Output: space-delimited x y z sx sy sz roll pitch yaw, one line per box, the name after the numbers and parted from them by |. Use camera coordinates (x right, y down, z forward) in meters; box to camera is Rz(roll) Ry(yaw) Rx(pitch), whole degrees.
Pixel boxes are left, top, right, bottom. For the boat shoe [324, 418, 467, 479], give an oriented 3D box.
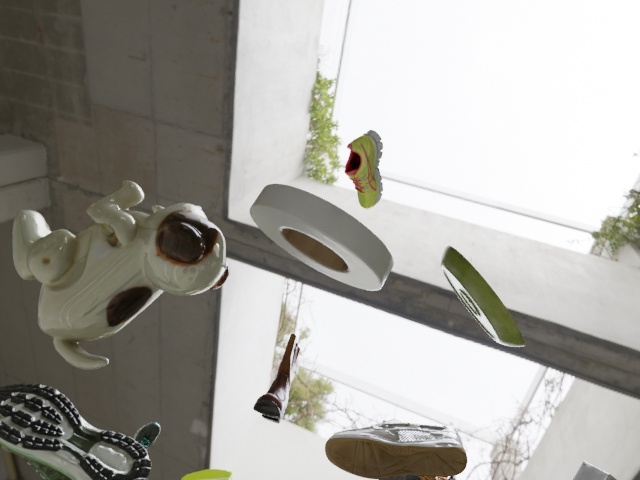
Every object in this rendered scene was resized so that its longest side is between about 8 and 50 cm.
0.149 0.417 0.860 0.277 0.096 0.098 1 -70 7 | boat shoe

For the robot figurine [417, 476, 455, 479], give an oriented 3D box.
0.292 0.803 1.321 0.211 0.085 0.291 31 -71 14 | robot figurine

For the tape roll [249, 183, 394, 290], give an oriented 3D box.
0.000 0.000 1.069 0.392 0.392 0.072 28 -105 9 | tape roll

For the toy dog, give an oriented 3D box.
-0.417 0.048 0.941 0.407 0.395 0.285 -18 -38 2 | toy dog

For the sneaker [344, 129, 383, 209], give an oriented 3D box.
0.098 -0.167 1.047 0.081 0.094 0.209 36 -38 46 | sneaker

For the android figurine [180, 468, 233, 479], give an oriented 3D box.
-0.365 0.779 1.290 0.248 0.273 0.056 -4 -97 -2 | android figurine

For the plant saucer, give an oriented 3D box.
0.313 0.117 0.846 0.037 0.241 0.241 -34 -83 5 | plant saucer

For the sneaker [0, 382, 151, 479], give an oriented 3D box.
-0.604 0.491 0.951 0.410 0.158 0.182 34 -71 0 | sneaker

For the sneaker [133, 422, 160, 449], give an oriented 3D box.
-0.525 0.605 1.206 0.065 0.166 0.076 52 -24 -23 | sneaker

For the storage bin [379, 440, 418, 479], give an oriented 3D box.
0.210 0.598 1.109 0.091 0.098 0.135 25 -98 13 | storage bin

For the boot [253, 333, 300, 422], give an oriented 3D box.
-0.121 0.453 1.416 0.096 0.280 0.264 12 -30 15 | boot

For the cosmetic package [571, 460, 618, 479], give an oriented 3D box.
0.613 0.654 0.990 0.060 0.099 0.239 38 -98 4 | cosmetic package
